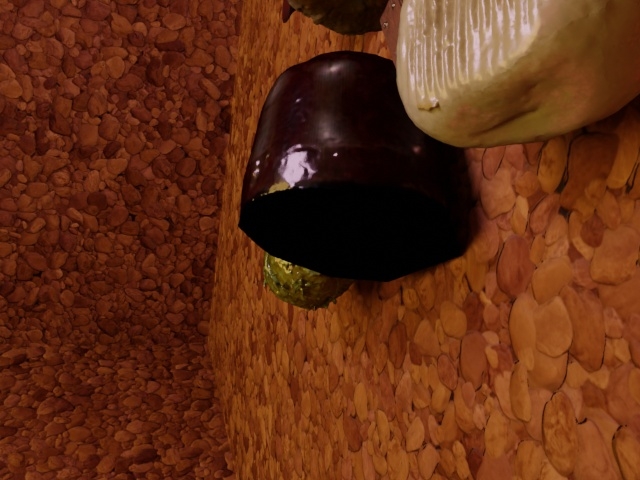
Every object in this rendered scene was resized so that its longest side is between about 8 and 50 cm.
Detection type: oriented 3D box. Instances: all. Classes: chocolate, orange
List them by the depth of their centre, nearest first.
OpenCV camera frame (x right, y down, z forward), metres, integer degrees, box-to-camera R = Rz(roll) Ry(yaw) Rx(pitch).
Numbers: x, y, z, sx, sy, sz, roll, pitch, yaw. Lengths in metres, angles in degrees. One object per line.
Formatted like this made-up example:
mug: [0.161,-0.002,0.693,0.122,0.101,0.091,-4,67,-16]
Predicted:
chocolate: [0.056,-0.145,1.156,0.384,0.383,0.331,129,154,-62]
orange: [0.000,0.000,1.437,0.301,0.223,0.300,126,155,-65]

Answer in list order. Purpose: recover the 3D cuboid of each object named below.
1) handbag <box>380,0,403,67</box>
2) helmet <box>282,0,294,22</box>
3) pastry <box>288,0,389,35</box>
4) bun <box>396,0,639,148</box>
handbag: [0.180,-0.308,1.027,0.072,0.151,0.193,116,152,-45]
helmet: [0.021,-0.668,1.411,0.337,0.230,0.385,-103,9,-60]
pastry: [0.075,-0.473,1.112,0.329,0.329,0.136,133,140,-64]
bun: [0.238,-0.266,0.762,0.361,0.213,0.361,-30,54,51]
